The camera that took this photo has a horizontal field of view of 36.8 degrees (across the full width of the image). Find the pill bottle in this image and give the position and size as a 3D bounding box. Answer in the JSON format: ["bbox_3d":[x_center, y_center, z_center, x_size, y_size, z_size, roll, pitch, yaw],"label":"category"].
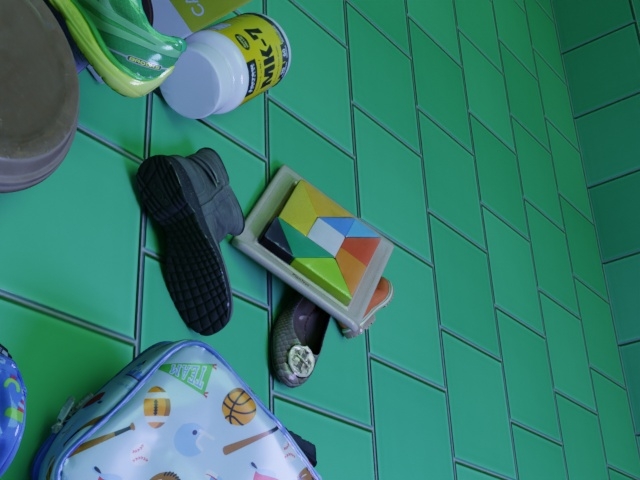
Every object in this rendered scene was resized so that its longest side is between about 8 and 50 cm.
[{"bbox_3d":[-0.135,-0.249,1.374,0.119,0.119,0.208,62,32,-11],"label":"pill bottle"}]

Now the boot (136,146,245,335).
[{"bbox_3d":[-0.140,-0.008,1.267,0.161,0.083,0.247,-14,86,-64],"label":"boot"}]

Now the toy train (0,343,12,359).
[{"bbox_3d":[-0.358,0.077,0.926,0.158,0.027,0.036,49,33,-30],"label":"toy train"}]

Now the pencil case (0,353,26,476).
[{"bbox_3d":[-0.380,0.113,0.775,0.306,0.133,0.119,32,14,-46],"label":"pencil case"}]

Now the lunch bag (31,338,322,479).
[{"bbox_3d":[-0.145,0.263,1.002,0.243,0.115,0.303,-45,106,-27],"label":"lunch bag"}]

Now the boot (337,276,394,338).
[{"bbox_3d":[0.065,0.083,1.548,0.085,0.059,0.158,58,34,-9],"label":"boot"}]

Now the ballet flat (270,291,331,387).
[{"bbox_3d":[-0.012,0.111,1.408,0.084,0.058,0.250,53,35,-24],"label":"ballet flat"}]

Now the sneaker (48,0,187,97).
[{"bbox_3d":[-0.255,-0.305,1.074,0.296,0.123,0.109,56,2,-13],"label":"sneaker"}]

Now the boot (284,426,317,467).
[{"bbox_3d":[-0.075,0.325,1.149,0.246,0.094,0.207,39,38,-48],"label":"boot"}]

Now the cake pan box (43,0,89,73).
[{"bbox_3d":[-0.393,-0.239,1.022,0.267,0.070,0.246,54,32,-23],"label":"cake pan box"}]

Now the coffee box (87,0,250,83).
[{"bbox_3d":[-0.191,-0.461,1.204,0.338,0.334,0.338,56,35,-21],"label":"coffee box"}]

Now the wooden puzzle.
[{"bbox_3d":[0.000,0.000,1.432,0.221,0.044,0.239,36,37,-6],"label":"wooden puzzle"}]

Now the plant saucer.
[{"bbox_3d":[-0.345,-0.183,0.964,0.278,0.041,0.278,33,47,-43],"label":"plant saucer"}]
